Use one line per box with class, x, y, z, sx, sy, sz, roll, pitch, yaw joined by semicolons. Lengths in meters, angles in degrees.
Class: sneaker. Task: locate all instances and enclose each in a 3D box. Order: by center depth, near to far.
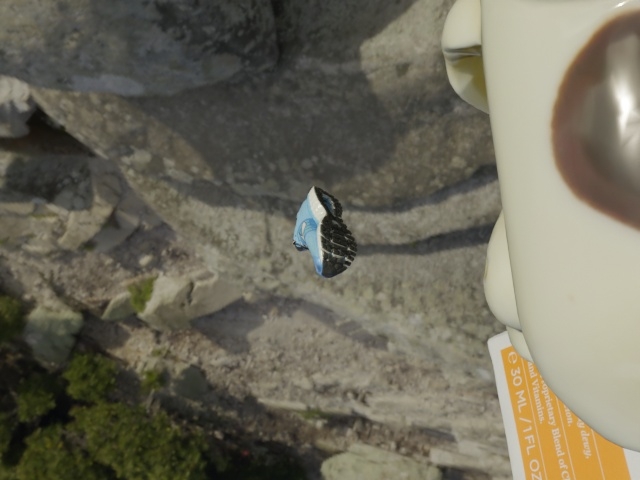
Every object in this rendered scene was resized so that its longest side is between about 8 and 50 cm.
sneaker;0.000;0.000;1.085;0.063;0.162;0.073;29;118;-26

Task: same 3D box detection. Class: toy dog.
toy dog;0.171;-0.111;0.457;0.285;0.395;0.407;-4;111;35

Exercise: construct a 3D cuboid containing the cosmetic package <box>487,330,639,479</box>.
cosmetic package;0.394;0.139;0.764;0.162;0.230;0.453;16;146;-35
